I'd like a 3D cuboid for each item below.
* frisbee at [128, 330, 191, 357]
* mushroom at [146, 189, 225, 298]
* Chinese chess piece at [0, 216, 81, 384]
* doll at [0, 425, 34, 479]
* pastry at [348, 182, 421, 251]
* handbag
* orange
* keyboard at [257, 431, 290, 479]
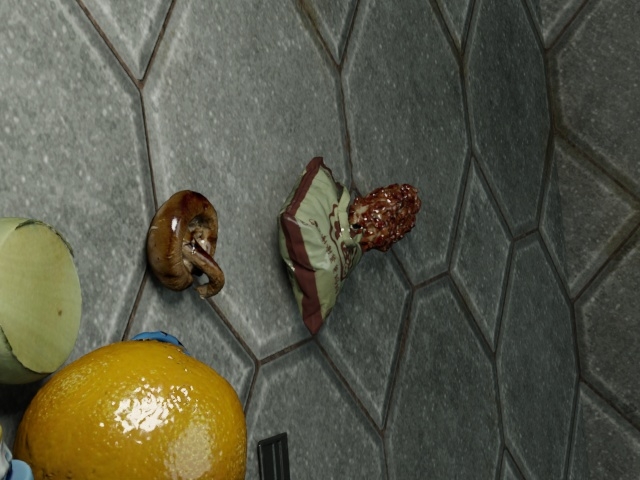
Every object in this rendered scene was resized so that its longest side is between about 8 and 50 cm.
[{"bbox_3d":[-0.224,0.238,1.851,0.242,0.045,0.242,15,73,-61],"label":"frisbee"},{"bbox_3d":[-0.183,0.012,1.938,0.135,0.080,0.170,-50,132,-39],"label":"mushroom"},{"bbox_3d":[-0.344,0.067,1.591,0.188,0.083,0.188,-7,90,-66],"label":"Chinese chess piece"},{"bbox_3d":[-0.373,0.233,1.432,0.177,0.141,0.314,-76,149,-69],"label":"doll"},{"bbox_3d":[0.110,-0.043,2.535,0.208,0.097,0.115,-36,122,-63],"label":"pastry"},{"bbox_3d":[0.000,0.000,2.266,0.235,0.127,0.213,-59,136,-54],"label":"handbag"},{"bbox_3d":[-0.213,0.246,1.616,0.274,0.274,0.274,-4,90,-65],"label":"orange"},{"bbox_3d":[-0.055,0.492,2.189,0.103,0.041,0.381,-3,83,-64],"label":"keyboard"}]
